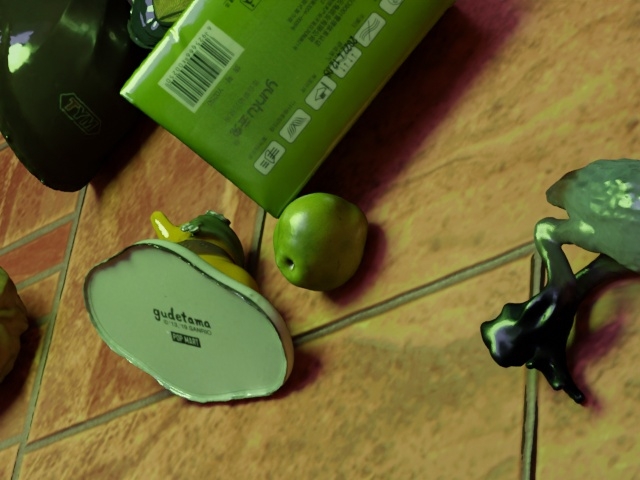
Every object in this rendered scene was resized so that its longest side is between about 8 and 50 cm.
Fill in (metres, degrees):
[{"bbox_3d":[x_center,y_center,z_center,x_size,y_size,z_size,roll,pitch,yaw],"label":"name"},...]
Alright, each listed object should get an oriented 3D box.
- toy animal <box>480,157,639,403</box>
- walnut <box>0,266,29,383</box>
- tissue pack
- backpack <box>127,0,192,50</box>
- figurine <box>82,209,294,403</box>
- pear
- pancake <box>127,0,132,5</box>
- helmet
[{"bbox_3d":[0.255,-0.008,1.407,0.324,0.090,0.195,-36,43,39],"label":"toy animal"},{"bbox_3d":[-0.429,0.094,2.049,0.213,0.213,0.213,-31,40,30],"label":"walnut"},{"bbox_3d":[-0.030,-0.189,1.778,0.275,0.200,0.167,-51,4,2],"label":"tissue pack"},{"bbox_3d":[-0.111,-0.276,2.027,0.258,0.133,0.206,5,70,35],"label":"backpack"},{"bbox_3d":[-0.092,0.054,1.779,0.250,0.167,0.141,21,37,31],"label":"figurine"},{"bbox_3d":[0.000,0.000,1.712,0.097,0.092,0.092,-23,16,-36],"label":"pear"},{"bbox_3d":[-0.234,-0.409,2.348,0.387,0.082,0.387,-27,43,28],"label":"pancake"},{"bbox_3d":[-0.286,-0.207,2.123,0.177,0.225,0.305,-33,44,7],"label":"helmet"}]
